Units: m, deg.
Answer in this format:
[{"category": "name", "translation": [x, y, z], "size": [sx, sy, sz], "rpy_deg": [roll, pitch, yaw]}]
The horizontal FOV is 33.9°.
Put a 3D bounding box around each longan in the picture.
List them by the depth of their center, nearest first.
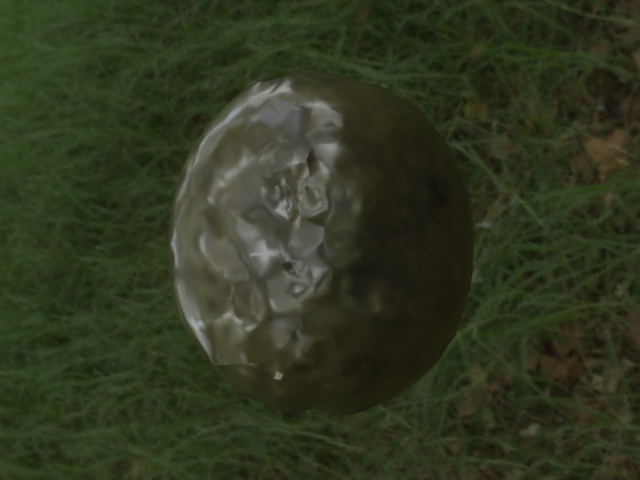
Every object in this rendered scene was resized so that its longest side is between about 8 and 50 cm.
[{"category": "longan", "translation": [0.004, 0.005, 1.374], "size": [0.404, 0.404, 0.436], "rpy_deg": [0, 89, 57]}]
